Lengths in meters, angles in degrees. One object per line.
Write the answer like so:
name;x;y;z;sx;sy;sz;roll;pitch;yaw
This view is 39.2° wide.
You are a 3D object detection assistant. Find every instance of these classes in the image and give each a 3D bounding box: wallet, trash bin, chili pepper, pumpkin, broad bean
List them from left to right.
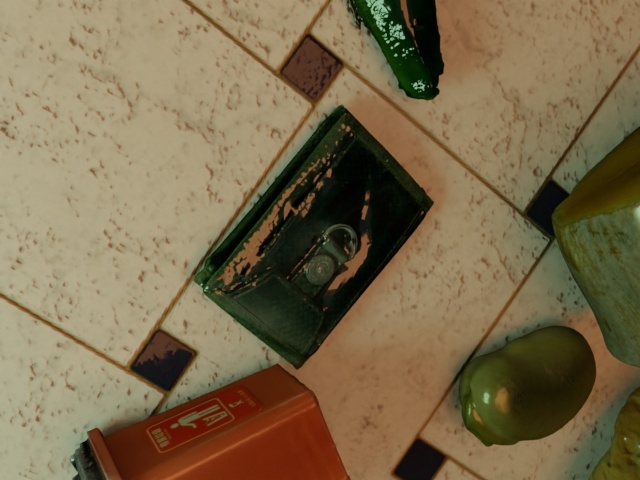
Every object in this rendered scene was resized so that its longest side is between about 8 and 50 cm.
trash bin;-0.100;0.243;0.879;0.239;0.161;0.184;-25;108;-18
wallet;0.001;0.001;0.923;0.236;0.055;0.160;-50;119;-5
chili pepper;0.085;-0.246;0.898;0.108;0.062;0.216;-22;109;-15
broad bean;0.237;0.169;1.024;0.175;0.082;0.124;-12;102;-16
pumpkin;0.402;-0.041;0.934;0.332;0.332;0.199;-33;97;-11

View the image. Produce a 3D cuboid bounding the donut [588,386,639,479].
donut;0.484;0.324;1.072;0.361;0.170;0.360;5;76;-19
